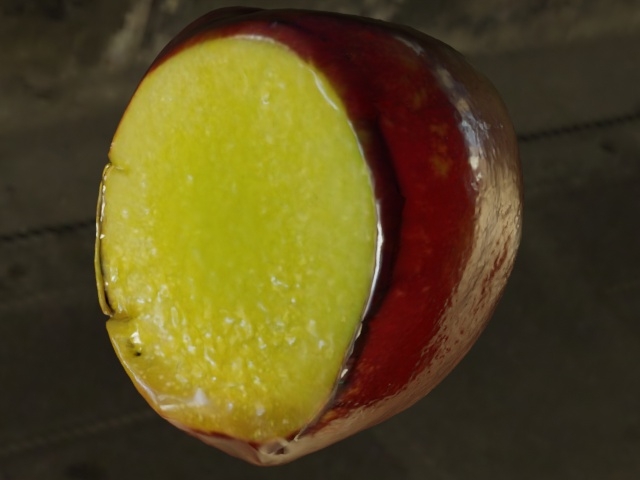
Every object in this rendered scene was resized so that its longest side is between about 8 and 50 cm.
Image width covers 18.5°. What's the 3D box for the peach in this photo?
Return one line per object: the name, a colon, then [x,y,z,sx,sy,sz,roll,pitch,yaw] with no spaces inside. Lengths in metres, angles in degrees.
peach: [0.000,0.000,1.184,0.245,0.275,0.248,10,7,-29]
